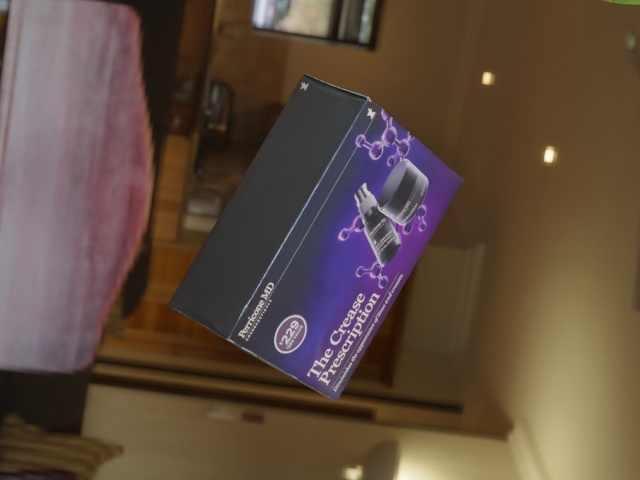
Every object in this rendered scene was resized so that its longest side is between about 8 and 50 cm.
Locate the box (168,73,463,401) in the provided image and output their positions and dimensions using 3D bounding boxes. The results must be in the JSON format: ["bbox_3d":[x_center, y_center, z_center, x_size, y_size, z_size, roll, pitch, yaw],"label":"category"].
[{"bbox_3d":[0.000,0.000,1.353,0.103,0.184,0.261,25,-97,46],"label":"box"}]

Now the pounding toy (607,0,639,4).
[{"bbox_3d":[0.135,-0.187,0.655,0.237,0.110,0.183,49,-42,39],"label":"pounding toy"}]
